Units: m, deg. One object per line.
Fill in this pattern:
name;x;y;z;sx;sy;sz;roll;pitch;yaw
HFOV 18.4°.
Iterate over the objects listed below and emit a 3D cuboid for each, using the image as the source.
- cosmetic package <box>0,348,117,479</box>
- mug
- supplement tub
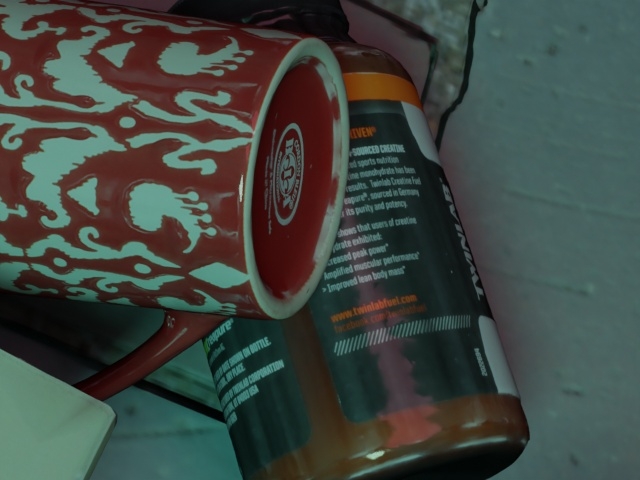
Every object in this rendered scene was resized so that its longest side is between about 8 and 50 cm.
cosmetic package;-0.189;0.161;0.545;0.129;0.153;0.296;30;58;-10
mug;-0.081;-0.018;0.662;0.169;0.150;0.113;7;46;20
supplement tub;0.000;0.000;0.723;0.106;0.106;0.198;-9;72;-26
